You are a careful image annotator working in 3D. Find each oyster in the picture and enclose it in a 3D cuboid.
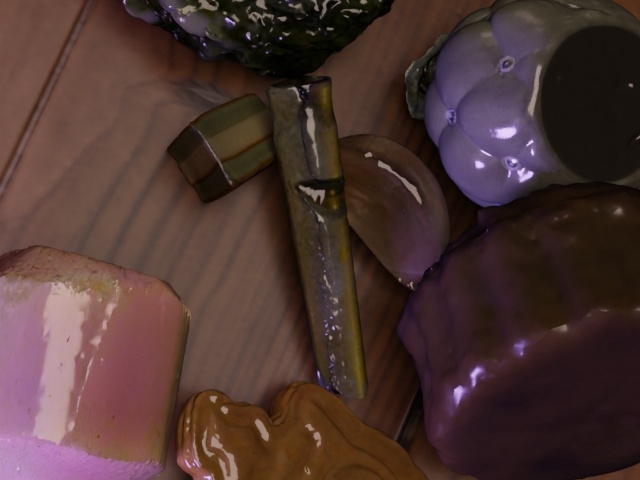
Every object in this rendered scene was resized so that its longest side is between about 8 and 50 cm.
[{"bbox_3d":[0.125,-0.176,1.604,0.100,0.037,0.098,-6,96,-29],"label":"oyster"}]

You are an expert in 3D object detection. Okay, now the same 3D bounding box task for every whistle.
[{"bbox_3d":[0.001,0.000,1.519,0.057,0.068,0.326,-16,104,-33],"label":"whistle"}]

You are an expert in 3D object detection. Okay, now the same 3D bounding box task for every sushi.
[{"bbox_3d":[-0.075,-0.328,1.513,0.352,0.178,0.294,30,82,-10],"label":"sushi"}]

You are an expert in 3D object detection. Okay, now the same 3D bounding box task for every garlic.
[{"bbox_3d":[0.073,-0.041,1.566,0.101,0.087,0.195,-43,95,4],"label":"garlic"}]

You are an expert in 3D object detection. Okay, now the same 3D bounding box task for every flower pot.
[{"bbox_3d":[0.223,-0.134,1.528,0.246,0.195,0.246,-2,93,-30],"label":"flower pot"}]

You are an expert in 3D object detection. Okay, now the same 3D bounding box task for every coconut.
[{"bbox_3d":[-0.248,0.139,1.420,0.233,0.233,0.245,15,82,-10],"label":"coconut"}]

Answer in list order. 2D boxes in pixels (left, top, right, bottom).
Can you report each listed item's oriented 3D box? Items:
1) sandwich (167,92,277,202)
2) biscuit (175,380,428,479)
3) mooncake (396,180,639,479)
[{"bbox_3d":[-0.076,-0.103,1.498,0.113,0.163,0.079,-35,92,-13],"label":"sandwich"},{"bbox_3d":[-0.002,0.289,1.491,0.376,0.051,0.269,48,60,-14],"label":"biscuit"},{"bbox_3d":[0.243,0.091,1.472,0.324,0.324,0.187,-8,54,-12],"label":"mooncake"}]
